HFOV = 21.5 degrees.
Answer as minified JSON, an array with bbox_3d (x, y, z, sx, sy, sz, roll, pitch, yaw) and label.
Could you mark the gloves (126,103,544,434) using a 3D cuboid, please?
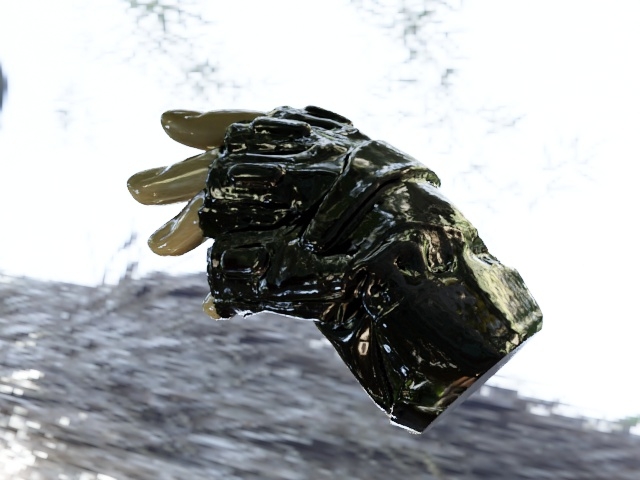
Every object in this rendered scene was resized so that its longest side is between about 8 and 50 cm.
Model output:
[{"bbox_3d":[0.000,0.000,0.792,0.124,0.164,0.203,-43,-100,0],"label":"gloves"}]
